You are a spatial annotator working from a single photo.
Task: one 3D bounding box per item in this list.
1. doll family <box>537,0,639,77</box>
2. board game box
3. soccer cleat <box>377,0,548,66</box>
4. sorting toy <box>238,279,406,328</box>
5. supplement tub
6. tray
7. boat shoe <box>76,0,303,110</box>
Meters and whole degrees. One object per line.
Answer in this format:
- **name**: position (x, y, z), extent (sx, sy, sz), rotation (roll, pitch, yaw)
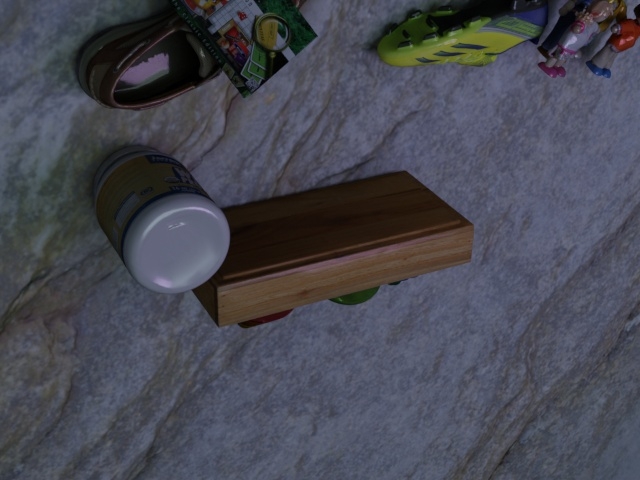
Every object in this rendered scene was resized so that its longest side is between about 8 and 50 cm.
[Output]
- **doll family**: position (0.420, -0.352, 1.647), extent (0.263, 0.118, 0.163), rotation (-12, 145, -50)
- **board game box**: position (-0.127, -0.320, 1.322), extent (0.260, 0.030, 0.136), rotation (51, 60, -14)
- **soccer cleat**: position (0.221, -0.300, 1.598), extent (0.289, 0.093, 0.121), rotation (-21, 133, -17)
- **sorting toy**: position (0.001, 0.078, 1.714), extent (0.365, 0.127, 0.126), rotation (-12, 152, -27)
- **supplement tub**: position (-0.221, -0.034, 1.430), extent (0.144, 0.200, 0.144), rotation (-15, 125, -22)
- **tray**: position (0.000, 0.000, 1.577), extent (0.411, 0.203, 0.076), rotation (-14, 123, -23)
- **boat shoe**: position (-0.155, -0.257, 1.386), extent (0.324, 0.116, 0.123), rotation (-32, 129, -10)
